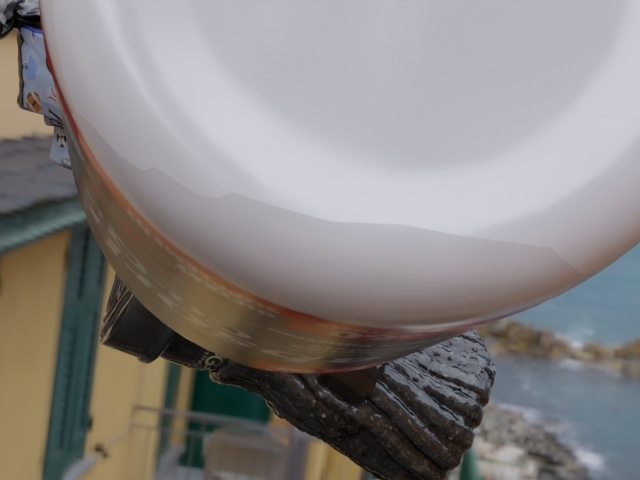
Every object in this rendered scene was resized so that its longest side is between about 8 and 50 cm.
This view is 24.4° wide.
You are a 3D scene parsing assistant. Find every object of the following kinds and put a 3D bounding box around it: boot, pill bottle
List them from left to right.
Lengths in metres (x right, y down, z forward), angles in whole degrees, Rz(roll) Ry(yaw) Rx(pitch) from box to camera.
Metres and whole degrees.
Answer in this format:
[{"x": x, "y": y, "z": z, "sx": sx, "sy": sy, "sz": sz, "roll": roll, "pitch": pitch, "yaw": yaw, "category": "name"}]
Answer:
[{"x": -0.002, "y": 0.003, "z": 1.075, "sx": 0.260, "sy": 0.131, "sz": 0.348, "roll": 24, "pitch": 46, "yaw": -15, "category": "boot"}, {"x": 0.005, "y": -0.055, "z": 0.581, "sx": 0.210, "sy": 0.210, "sz": 0.363, "roll": 8, "pitch": -9, "yaw": -5, "category": "pill bottle"}]

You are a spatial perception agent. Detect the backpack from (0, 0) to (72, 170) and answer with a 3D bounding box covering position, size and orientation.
[{"x": -0.153, "y": -0.161, "z": 1.511, "sx": 0.263, "sy": 0.213, "sz": 0.276, "roll": 14, "pitch": 30, "yaw": 40, "category": "backpack"}]
